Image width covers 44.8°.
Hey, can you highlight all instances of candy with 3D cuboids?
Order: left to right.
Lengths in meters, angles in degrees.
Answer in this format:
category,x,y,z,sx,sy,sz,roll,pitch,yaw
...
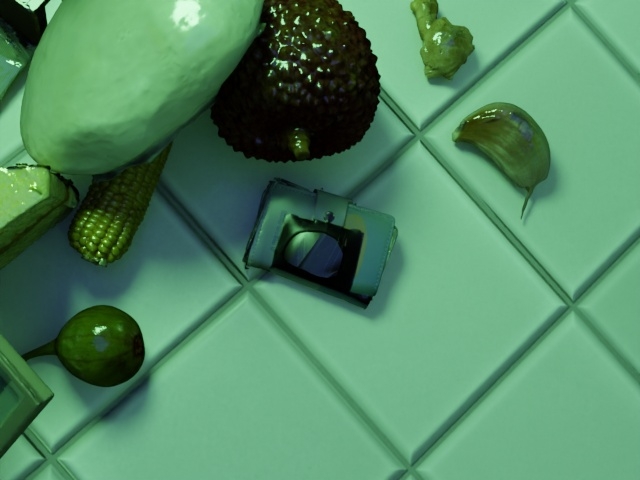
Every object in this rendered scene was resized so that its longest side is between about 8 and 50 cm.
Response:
category,x,y,z,sx,sy,sz,roll,pitch,yaw
candy,-0.285,-0.280,1.128,0.427,0.386,0.186,-46,131,11

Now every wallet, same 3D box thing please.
category,x,y,z,sx,sy,sz,roll,pitch,yaw
wallet,0.000,0.000,1.269,0.231,0.069,0.170,20,83,-4

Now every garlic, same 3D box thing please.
category,x,y,z,sx,sy,sz,roll,pitch,yaw
garlic,0.332,-0.152,1.345,0.128,0.090,0.198,-40,96,2

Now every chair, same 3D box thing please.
category,x,y,z,sx,sy,sz,roll,pitch,yaw
chair,-0.497,-0.352,1.192,0.160,0.186,0.319,38,75,-7

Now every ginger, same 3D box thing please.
category,x,y,z,sx,sy,sz,roll,pitch,yaw
ginger,0.215,-0.364,1.359,0.096,0.067,0.165,-13,83,11

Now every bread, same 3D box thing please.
category,x,y,z,sx,sy,sz,roll,pitch,yaw
bread,-0.482,-0.062,1.103,0.236,0.263,0.198,-32,92,-9

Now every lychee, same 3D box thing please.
category,x,y,z,sx,sy,sz,roll,pitch,yaw
lychee,-0.045,-0.249,1.197,0.275,0.276,0.304,1,56,-9

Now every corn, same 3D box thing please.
category,x,y,z,sx,sy,sz,roll,pitch,yaw
corn,-0.299,-0.104,1.223,0.102,0.102,0.313,23,75,-4

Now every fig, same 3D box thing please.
category,x,y,z,sx,sy,sz,roll,pitch,yaw
fig,-0.381,0.172,1.177,0.236,0.124,0.124,-14,83,13

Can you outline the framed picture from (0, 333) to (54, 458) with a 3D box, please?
category,x,y,z,sx,sy,sz,roll,pitch,yaw
framed picture,-0.559,0.206,1.013,0.326,0.028,0.446,47,118,5
